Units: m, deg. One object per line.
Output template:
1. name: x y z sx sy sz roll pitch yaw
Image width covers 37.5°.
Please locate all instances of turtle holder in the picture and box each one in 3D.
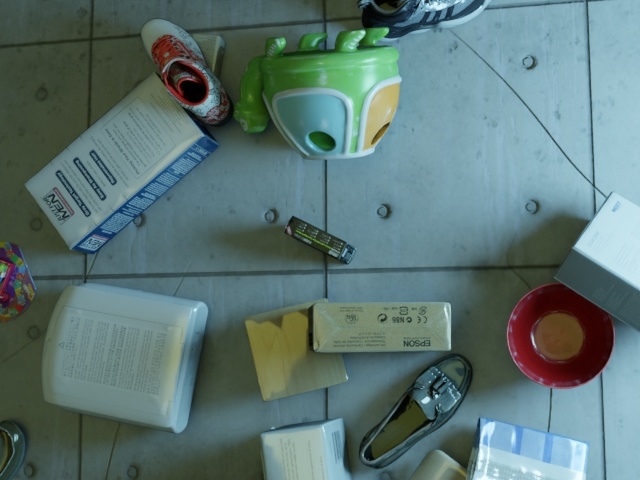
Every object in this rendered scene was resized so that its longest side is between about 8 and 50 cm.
1. turtle holder: -0.011 -0.265 1.734 0.320 0.243 0.227 -6 103 0

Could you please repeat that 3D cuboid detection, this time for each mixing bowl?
1. mixing bowl: 0.419 0.168 1.656 0.181 0.098 0.181 -1 83 11

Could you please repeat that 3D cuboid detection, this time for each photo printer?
1. photo printer: -0.389 0.219 1.823 0.308 0.107 0.256 8 85 14

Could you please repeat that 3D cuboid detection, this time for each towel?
1. towel: 0.344 0.452 1.605 0.209 0.034 0.285 14 61 5

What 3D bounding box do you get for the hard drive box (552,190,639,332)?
1. hard drive box: 0.545 0.049 1.601 0.232 0.089 0.181 35 52 14

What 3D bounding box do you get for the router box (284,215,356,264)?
1. router box: 0.000 0.000 1.772 0.122 0.092 0.038 27 90 15

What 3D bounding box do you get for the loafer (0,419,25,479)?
1. loafer: -0.677 0.470 1.866 0.094 0.087 0.251 32 91 14

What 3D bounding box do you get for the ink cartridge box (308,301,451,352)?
1. ink cartridge box: 0.098 0.153 1.654 0.235 0.193 0.088 0 83 -2

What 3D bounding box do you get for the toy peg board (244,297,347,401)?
1. toy peg board: -0.047 0.208 1.776 0.161 0.079 0.161 -13 81 -5

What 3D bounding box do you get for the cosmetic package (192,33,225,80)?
1. cosmetic package: -0.232 -0.351 1.891 0.060 0.041 0.115 9 85 13

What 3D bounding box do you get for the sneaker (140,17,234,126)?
1. sneaker: -0.273 -0.341 1.802 0.090 0.145 0.270 -38 77 6

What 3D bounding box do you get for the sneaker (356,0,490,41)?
1. sneaker: 0.197 -0.455 1.752 0.269 0.153 0.101 -17 80 10

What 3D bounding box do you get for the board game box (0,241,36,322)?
1. board game box: -0.665 0.083 1.939 0.133 0.033 0.168 -26 79 8

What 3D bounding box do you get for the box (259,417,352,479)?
1. box: -0.020 0.417 1.680 0.119 0.181 0.181 -10 82 12

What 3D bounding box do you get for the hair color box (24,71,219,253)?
1. hair color box: -0.392 -0.150 1.870 0.347 0.105 0.174 -39 77 5

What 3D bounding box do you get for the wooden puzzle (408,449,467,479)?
1. wooden puzzle: 0.251 0.594 1.657 0.348 0.080 0.322 35 91 19

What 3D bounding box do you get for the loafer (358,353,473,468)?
1. loafer: 0.173 0.313 1.699 0.096 0.084 0.267 44 94 14
